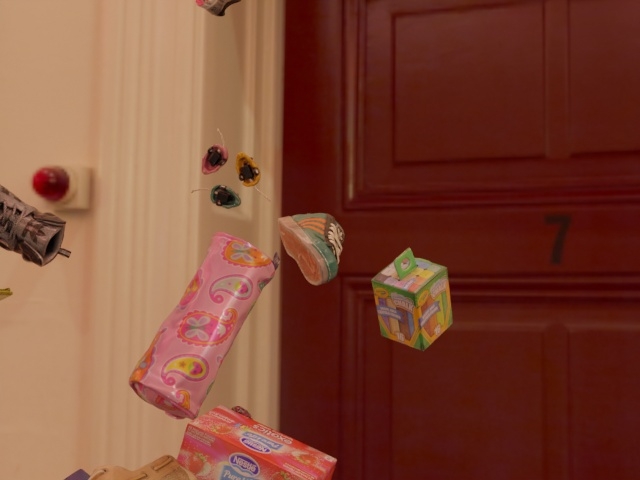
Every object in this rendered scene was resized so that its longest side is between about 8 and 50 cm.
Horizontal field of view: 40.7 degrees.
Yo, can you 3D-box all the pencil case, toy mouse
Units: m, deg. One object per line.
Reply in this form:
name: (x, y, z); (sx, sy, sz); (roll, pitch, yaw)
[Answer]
pencil case: (-0.172, 0.127, 1.301); (0.124, 0.284, 0.124); (23, -25, 12)
toy mouse: (-0.172, -0.115, 1.555); (0.143, 0.161, 0.031); (-26, -1, 27)

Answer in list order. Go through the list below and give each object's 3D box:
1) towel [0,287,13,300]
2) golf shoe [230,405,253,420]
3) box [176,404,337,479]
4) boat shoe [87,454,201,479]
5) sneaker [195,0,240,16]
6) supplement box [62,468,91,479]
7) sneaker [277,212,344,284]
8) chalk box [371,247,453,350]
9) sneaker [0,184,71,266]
towel: (-0.693, 0.115, 1.669); (0.102, 0.021, 0.237); (-23, -6, 4)
golf shoe: (-0.190, 0.527, 2.290); (0.067, 0.186, 0.086); (-28, -23, -13)
box: (-0.118, 0.412, 1.548); (0.257, 0.123, 0.128); (21, 12, 19)
boat shoe: (-0.280, 0.364, 1.141); (0.110, 0.121, 0.341); (45, 14, 20)
sneaker: (-0.184, -0.527, 1.758); (0.063, 0.170, 0.075); (29, -8, 33)
supplement box: (-0.521, 0.680, 1.745); (0.195, 0.356, 0.194); (34, 32, 18)
sneaker: (0.000, 0.000, 1.789); (0.121, 0.108, 0.302); (-17, 22, -10)
chalk box: (0.215, 0.124, 2.018); (0.132, 0.213, 0.132); (18, 41, 40)
sneaker: (-0.505, -0.039, 1.391); (0.153, 0.101, 0.268); (21, -13, 22)
